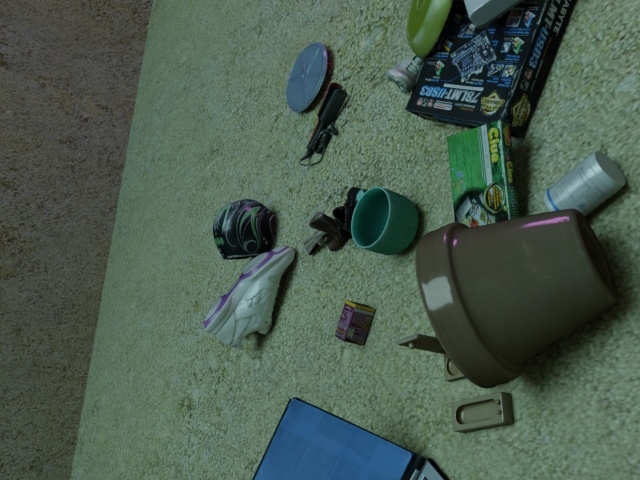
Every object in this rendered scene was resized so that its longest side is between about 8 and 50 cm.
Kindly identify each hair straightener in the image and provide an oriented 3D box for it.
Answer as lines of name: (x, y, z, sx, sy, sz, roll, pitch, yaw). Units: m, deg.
hair straightener: (0.006, -0.286, 1.882, 0.230, 0.047, 0.089, -60, 34, 21)

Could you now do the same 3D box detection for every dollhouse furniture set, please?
dollhouse furniture set: (0.221, 0.234, 1.230, 0.144, 0.123, 0.151, -30, 52, 49)

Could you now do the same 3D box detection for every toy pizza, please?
toy pizza: (-0.032, -0.449, 2.033, 0.201, 0.032, 0.201, -31, 52, 49)

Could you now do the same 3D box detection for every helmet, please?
helmet: (-0.211, -0.033, 2.013, 0.169, 0.169, 0.162, -11, 84, 55)

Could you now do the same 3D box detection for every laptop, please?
laptop: (0.051, 0.550, 1.244, 0.408, 0.236, 0.382, 43, 113, 56)

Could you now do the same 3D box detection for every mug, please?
mug: (0.139, -0.047, 1.515, 0.129, 0.097, 0.158, -30, 51, 49)

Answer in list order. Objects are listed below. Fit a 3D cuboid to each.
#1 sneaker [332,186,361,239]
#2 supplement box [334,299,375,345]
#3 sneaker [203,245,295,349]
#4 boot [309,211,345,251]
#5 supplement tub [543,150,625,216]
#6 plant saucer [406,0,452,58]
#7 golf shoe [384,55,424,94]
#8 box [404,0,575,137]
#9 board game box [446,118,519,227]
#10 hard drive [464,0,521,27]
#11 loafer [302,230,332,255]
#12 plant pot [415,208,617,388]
sneaker: (0.066, -0.066, 1.646, 0.051, 0.089, 0.170, -48, 40, 35)
supplement box: (0.073, 0.174, 1.557, 0.043, 0.055, 0.083, 20, 92, 60)
sneaker: (-0.159, 0.146, 1.897, 0.305, 0.152, 0.114, -48, 15, 1)
boot: (0.011, -0.021, 1.686, 0.106, 0.114, 0.037, -43, 42, 39)
supplement tub: (0.407, -0.079, 1.137, 0.107, 0.071, 0.071, -46, 41, 36)
plant saucer: (0.224, -0.496, 1.500, 0.241, 0.037, 0.241, -166, 90, -81)
golf shoe: (0.186, -0.365, 1.572, 0.086, 0.069, 0.176, -46, 10, 18)
box: (0.317, -0.361, 1.407, 0.295, 0.073, 0.293, 27, 99, 58)
board game box: (0.289, -0.071, 1.296, 0.136, 0.030, 0.260, -11, 82, 58)
hard drive: (0.348, -0.535, 1.362, 0.203, 0.040, 0.308, -32, 35, 27)
loafer: (0.000, 0.000, 1.772, 0.125, 0.045, 0.039, -34, 65, 55)
plant pot: (0.306, 0.065, 1.102, 0.229, 0.263, 0.263, -25, 53, 27)
